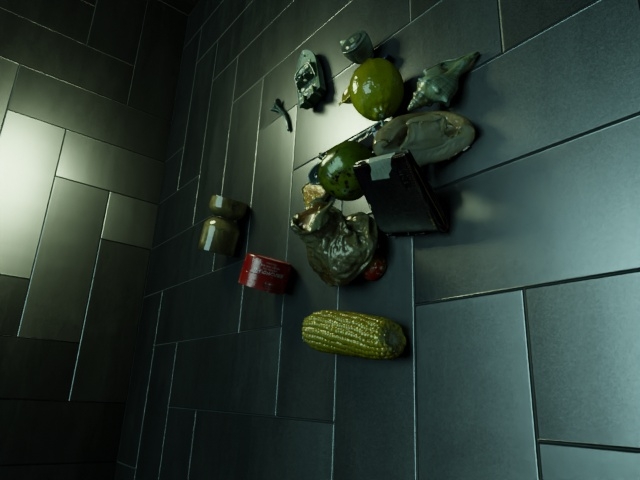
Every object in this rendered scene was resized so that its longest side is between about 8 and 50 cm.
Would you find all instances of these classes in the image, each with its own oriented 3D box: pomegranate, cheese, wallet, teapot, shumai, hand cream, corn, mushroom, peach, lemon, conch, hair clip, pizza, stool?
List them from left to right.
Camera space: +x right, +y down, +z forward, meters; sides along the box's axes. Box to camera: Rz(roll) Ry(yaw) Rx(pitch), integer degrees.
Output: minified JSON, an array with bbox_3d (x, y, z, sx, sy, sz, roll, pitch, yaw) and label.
[{"bbox_3d":[-0.464,-0.067,2.323,0.179,0.179,0.264,13,88,54],"label":"stool"},{"bbox_3d":[-0.213,0.127,1.902,0.193,0.193,0.125,13,89,54],"label":"hand cream"},{"bbox_3d":[-0.177,-0.577,2.261,0.070,0.039,0.229,-53,41,24],"label":"hair clip"},{"bbox_3d":[-0.013,-0.152,1.877,0.185,0.036,0.176,-11,70,49],"label":"pizza"},{"bbox_3d":[0.000,0.000,1.582,0.314,0.262,0.267,-38,34,52],"label":"shumai"},{"bbox_3d":[0.089,0.282,1.485,0.387,0.144,0.144,-9,69,48],"label":"corn"},{"bbox_3d":[0.114,-0.224,1.561,0.198,0.246,0.198,-5,-90,-88],"label":"pomegranate"},{"bbox_3d":[0.135,-0.704,1.829,0.149,0.108,0.111,-2,57,45],"label":"teapot"},{"bbox_3d":[0.157,-0.577,1.772,0.250,0.064,0.156,-44,10,22],"label":"cheese"},{"bbox_3d":[0.163,0.084,1.538,0.083,0.050,0.077,-51,40,34],"label":"peach"},{"bbox_3d":[0.187,-0.493,1.623,0.184,0.184,0.248,-31,57,43],"label":"lemon"},{"bbox_3d":[0.223,-0.124,1.393,0.071,0.262,0.221,-42,22,-29],"label":"wallet"},{"bbox_3d":[0.283,-0.311,1.397,0.156,0.286,0.151,82,-179,-46],"label":"mushroom"},{"bbox_3d":[0.354,-0.463,1.461,0.234,0.114,0.137,-42,44,-17],"label":"conch"}]

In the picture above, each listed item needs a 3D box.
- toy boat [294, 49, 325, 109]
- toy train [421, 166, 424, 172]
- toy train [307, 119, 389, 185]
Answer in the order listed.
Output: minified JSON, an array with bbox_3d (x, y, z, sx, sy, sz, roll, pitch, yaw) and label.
[{"bbox_3d":[-0.055,-0.707,2.102,0.141,0.092,0.319,-36,49,38],"label":"toy boat"},{"bbox_3d":[0.241,-0.253,1.491,0.091,0.136,0.227,-14,67,51],"label":"toy train"},{"bbox_3d":[0.107,-0.290,1.720,0.407,0.088,0.086,-24,78,47],"label":"toy train"}]
